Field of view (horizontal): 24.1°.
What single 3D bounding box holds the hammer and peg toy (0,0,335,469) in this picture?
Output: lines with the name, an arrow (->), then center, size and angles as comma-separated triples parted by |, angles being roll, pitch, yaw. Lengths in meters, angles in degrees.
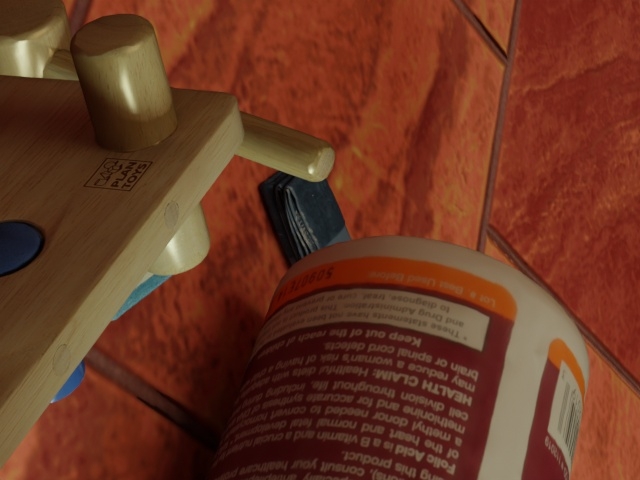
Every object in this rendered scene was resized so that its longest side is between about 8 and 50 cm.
hammer and peg toy -> -0.167, -0.030, 0.671 | 0.361, 0.266, 0.127 | -57, 145, -44

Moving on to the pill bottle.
pill bottle -> 0.023, 0.210, 0.910 | 0.224, 0.224, 0.392 | 51, 44, -35

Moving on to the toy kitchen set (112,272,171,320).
toy kitchen set -> -0.163, 0.102, 0.801 | 0.207, 0.122, 0.166 | -39, 114, -30

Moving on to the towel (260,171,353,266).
towel -> 0.000, 0.000, 1.105 | 0.067, 0.029, 0.119 | -43, 116, -52
